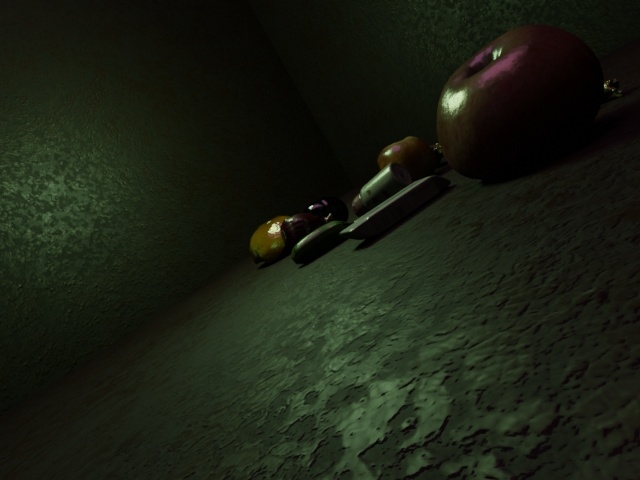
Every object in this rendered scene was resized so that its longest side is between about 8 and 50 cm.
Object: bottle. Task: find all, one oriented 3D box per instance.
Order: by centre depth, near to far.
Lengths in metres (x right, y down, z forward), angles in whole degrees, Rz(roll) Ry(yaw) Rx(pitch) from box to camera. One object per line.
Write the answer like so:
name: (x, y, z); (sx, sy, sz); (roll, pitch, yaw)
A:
bottle: (0.204, -0.164, 1.430); (0.233, 0.110, 0.110); (-41, -2, 41)

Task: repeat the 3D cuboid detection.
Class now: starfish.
starfish: (0.467, -0.373, 1.743); (0.303, 0.113, 0.312); (-4, -21, -40)

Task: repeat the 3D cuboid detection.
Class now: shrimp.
shrimp: (0.703, -0.360, 1.081); (0.132, 0.052, 0.187); (-52, 7, -15)

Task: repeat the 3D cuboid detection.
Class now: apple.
apple: (0.414, -0.303, 0.901); (0.345, 0.269, 0.345); (-30, 8, 5)
apple: (0.335, -0.297, 1.578); (0.211, 0.188, 0.211); (-27, 8, 4)

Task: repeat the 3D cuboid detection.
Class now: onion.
onion: (-0.033, -0.021, 1.398); (0.198, 0.135, 0.173); (-16, -15, 0)

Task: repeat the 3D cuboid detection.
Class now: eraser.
eraser: (0.209, -0.089, 1.112); (0.352, 0.061, 0.089); (-34, 7, -21)

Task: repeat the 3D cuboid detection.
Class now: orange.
orange: (-0.205, -0.001, 1.887); (0.262, 0.196, 0.334); (-47, 19, -19)

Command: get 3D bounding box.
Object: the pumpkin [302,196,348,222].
pumpkin: (0.016, -0.081, 1.555); (0.202, 0.140, 0.202); (-28, -15, -8)

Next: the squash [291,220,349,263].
squash: (0.000, 0.000, 1.302); (0.219, 0.077, 0.068); (-30, 15, -15)
